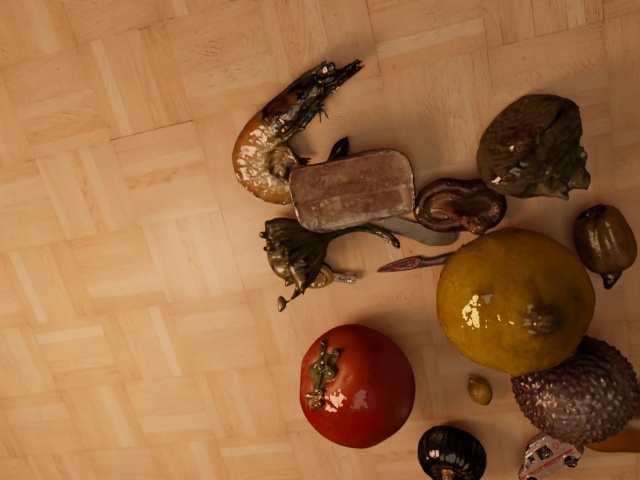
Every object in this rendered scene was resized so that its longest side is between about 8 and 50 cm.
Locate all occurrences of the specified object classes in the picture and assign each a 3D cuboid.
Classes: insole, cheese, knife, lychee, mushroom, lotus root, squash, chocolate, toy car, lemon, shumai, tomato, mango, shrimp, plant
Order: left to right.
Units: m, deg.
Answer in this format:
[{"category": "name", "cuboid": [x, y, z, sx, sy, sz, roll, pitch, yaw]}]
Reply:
[{"category": "shrimp", "cuboid": [-0.031, -0.261, 1.330, 0.272, 0.085, 0.445, 40, 114, -11]}, {"category": "plant", "cuboid": [0.001, 0.018, 1.420, 0.251, 0.333, 0.180, 59, 152, 28]}, {"category": "cheese", "cuboid": [0.017, 0.099, 1.470, 0.162, 0.036, 0.086, 6, 111, 8]}, {"category": "chocolate", "cuboid": [0.077, -0.133, 1.323, 0.303, 0.100, 0.185, -12, 119, 0]}, {"category": "tomato", "cuboid": [0.104, 0.396, 1.433, 0.322, 0.321, 0.321, 3, 110, 9]}, {"category": "insole", "cuboid": [0.258, -0.024, 1.397, 0.192, 0.010, 0.063, 15, 110, 5]}, {"category": "knife", "cuboid": [0.269, 0.058, 1.421, 0.247, 0.018, 0.035, -11, 110, 14]}, {"category": "squash", "cuboid": [0.376, 0.622, 1.532, 0.193, 0.156, 0.193, 10, 109, 32]}, {"category": "mushroom", "cuboid": [0.332, -0.064, 1.258, 0.227, 0.217, 0.148, -7, 109, 12]}, {"category": "lemon", "cuboid": [0.447, 0.422, 1.495, 0.065, 0.065, 0.092, -32, 95, 19]}, {"category": "lemon", "cuboid": [0.448, 0.141, 1.234, 0.350, 0.387, 0.349, 0, 92, -6]}, {"category": "shumai", "cuboid": [0.500, -0.191, 1.230, 0.218, 0.189, 0.256, 37, 96, -23]}, {"category": "toy car", "cuboid": [0.633, 0.607, 1.511, 0.210, 0.089, 0.108, -45, 76, 23]}, {"category": "lychee", "cuboid": [0.627, 0.374, 1.323, 0.300, 0.300, 0.300, 3, 110, 9]}, {"category": "lotus root", "cuboid": [0.685, 0.014, 1.281, 0.125, 0.118, 0.221, -9, 114, 47]}, {"category": "mango", "cuboid": [0.810, 0.481, 1.412, 0.254, 0.139, 0.175, -16, 107, 21]}]
